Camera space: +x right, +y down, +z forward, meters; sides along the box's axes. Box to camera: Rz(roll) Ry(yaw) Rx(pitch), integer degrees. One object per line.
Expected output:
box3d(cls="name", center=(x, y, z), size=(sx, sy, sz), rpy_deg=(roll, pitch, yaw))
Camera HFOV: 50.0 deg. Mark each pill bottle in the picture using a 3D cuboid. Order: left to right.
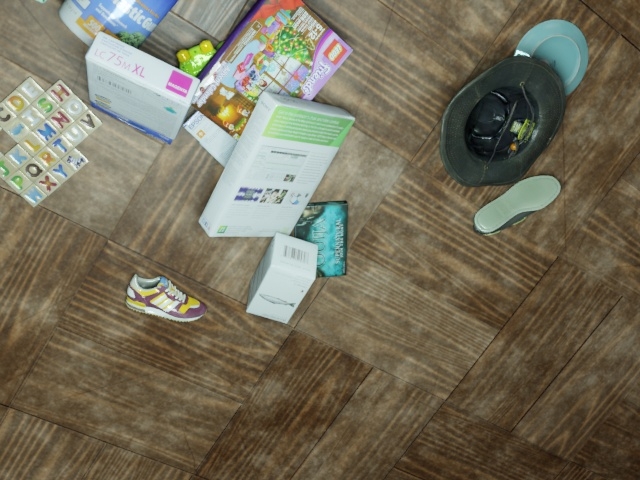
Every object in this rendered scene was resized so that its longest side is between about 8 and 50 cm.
box3d(cls="pill bottle", center=(-0.341, -0.474, 1.270), size=(0.152, 0.152, 0.272), rpy_deg=(39, 101, -23))

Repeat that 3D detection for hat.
box3d(cls="hat", center=(0.372, -0.275, 1.516), size=(0.331, 0.134, 0.331), rpy_deg=(-16, 128, -21))

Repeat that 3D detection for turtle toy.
box3d(cls="turtle toy", center=(-0.228, -0.361, 1.389), size=(0.130, 0.066, 0.095), rpy_deg=(-24, 123, -3))

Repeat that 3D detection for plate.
box3d(cls="plate", center=(0.525, -0.401, 1.554), size=(0.188, 0.024, 0.188), rpy_deg=(-5, 114, -11))

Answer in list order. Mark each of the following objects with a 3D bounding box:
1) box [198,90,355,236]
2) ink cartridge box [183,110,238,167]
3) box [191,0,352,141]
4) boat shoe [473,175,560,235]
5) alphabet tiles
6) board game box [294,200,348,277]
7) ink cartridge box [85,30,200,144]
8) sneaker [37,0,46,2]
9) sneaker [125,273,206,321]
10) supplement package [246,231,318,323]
box3d(cls="box", center=(-0.090, -0.145, 1.429), size=(0.232, 0.058, 0.322), rpy_deg=(0, 130, -48))
box3d(cls="ink cartridge box", center=(-0.139, -0.245, 1.469), size=(0.223, 0.045, 0.224), rpy_deg=(-42, 114, 6))
box3d(cls="box", center=(-0.105, -0.336, 1.370), size=(0.201, 0.057, 0.293), rpy_deg=(36, 100, -30))
box3d(cls="boat shoe", center=(0.468, -0.084, 1.656), size=(0.228, 0.068, 0.081), rpy_deg=(-27, 76, -4))
box3d(cls="alphabet tiles", center=(-0.578, -0.211, 1.413), size=(0.237, 0.009, 0.198), rpy_deg=(-38, 115, 6))
box3d(cls="board game box", center=(0.000, 0.000, 1.614), size=(0.126, 0.026, 0.186), rpy_deg=(-5, 114, -10))
box3d(cls="ink cartridge box", center=(-0.339, -0.273, 1.290), size=(0.186, 0.311, 0.065), rpy_deg=(24, 76, -14))
box3d(cls="sneaker", center=(-0.505, -0.558, 1.230), size=(0.151, 0.094, 0.256), rpy_deg=(24, 116, -14))
box3d(cls="sneaker", center=(-0.348, 0.129, 1.573), size=(0.186, 0.069, 0.084), rpy_deg=(11, 115, -17))
box3d(cls="supplement package", center=(-0.088, 0.087, 1.551), size=(0.105, 0.105, 0.179), rpy_deg=(17, 135, -14))
